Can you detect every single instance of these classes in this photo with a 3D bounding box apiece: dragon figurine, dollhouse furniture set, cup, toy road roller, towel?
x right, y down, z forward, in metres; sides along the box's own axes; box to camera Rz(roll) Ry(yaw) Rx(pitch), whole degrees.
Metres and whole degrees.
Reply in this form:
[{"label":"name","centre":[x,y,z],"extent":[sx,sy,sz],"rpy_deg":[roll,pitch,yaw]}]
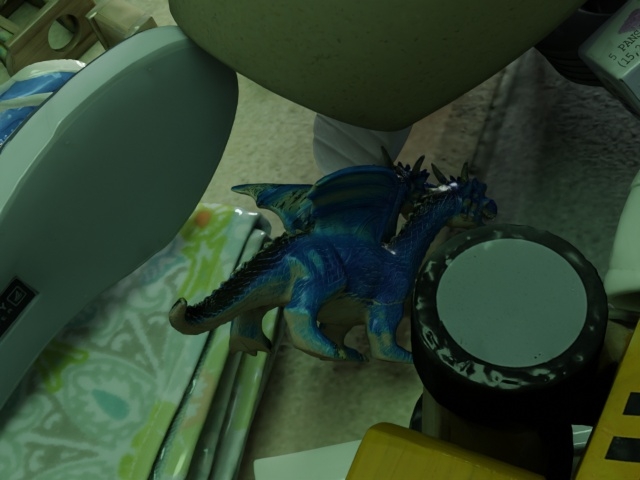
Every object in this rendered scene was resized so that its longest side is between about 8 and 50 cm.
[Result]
[{"label":"dragon figurine","centre":[0.000,0.000,0.841],"extent":[0.085,0.289,0.144],"rpy_deg":[-3,82,43]},{"label":"dollhouse furniture set","centre":[-0.239,-0.200,1.096],"extent":[0.182,0.161,0.101],"rpy_deg":[31,71,35]},{"label":"cup","centre":[0.032,-0.208,0.842],"extent":[0.331,0.331,0.237],"rpy_deg":[42,113,37]},{"label":"toy road roller","centre":[0.121,0.173,0.663],"extent":[0.240,0.202,0.329],"rpy_deg":[20,60,15]},{"label":"towel","centre":[-0.218,0.116,0.913],"extent":[0.374,0.090,0.320],"rpy_deg":[3,54,22]}]

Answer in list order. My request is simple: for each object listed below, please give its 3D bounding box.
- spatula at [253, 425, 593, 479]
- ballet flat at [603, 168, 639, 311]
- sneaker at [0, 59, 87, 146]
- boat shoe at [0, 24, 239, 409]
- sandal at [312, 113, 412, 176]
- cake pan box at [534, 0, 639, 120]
[{"label":"spatula","centre":[0.081,0.183,0.799],"extent":[0.242,0.019,0.168],"rpy_deg":[-11,52,8]},{"label":"ballet flat","centre":[0.315,0.075,0.734],"extent":[0.139,0.139,0.400],"rpy_deg":[-45,49,-14]},{"label":"sneaker","centre":[-0.238,-0.081,1.079],"extent":[0.152,0.058,0.085],"rpy_deg":[-18,63,-8]},{"label":"boat shoe","centre":[-0.212,-0.003,0.872],"extent":[0.156,0.136,0.367],"rpy_deg":[29,77,39]},{"label":"sandal","centre":[0.066,-0.150,1.009],"extent":[0.102,0.076,0.265],"rpy_deg":[9,73,36]},{"label":"cake pan box","centre":[0.250,-0.197,0.882],"extent":[0.267,0.070,0.246],"rpy_deg":[-42,23,9]}]
